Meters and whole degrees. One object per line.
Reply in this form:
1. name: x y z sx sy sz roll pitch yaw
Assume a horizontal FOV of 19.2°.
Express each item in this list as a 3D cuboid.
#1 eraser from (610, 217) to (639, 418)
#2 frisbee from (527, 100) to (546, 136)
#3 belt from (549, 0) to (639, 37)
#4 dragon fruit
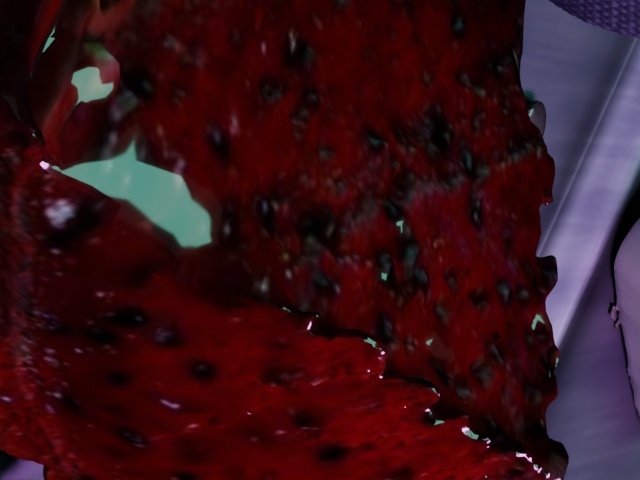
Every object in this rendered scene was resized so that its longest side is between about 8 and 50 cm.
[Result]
1. eraser: 0.391 0.036 1.487 0.331 0.150 0.331 -29 143 -25
2. frisbee: 0.066 -0.027 1.099 0.211 0.012 0.187 -54 149 -18
3. belt: 0.224 -0.178 1.024 0.126 0.230 0.139 75 21 -52
4. dragon fruit: -0.072 -0.040 0.784 0.329 0.228 0.286 29 54 -43
